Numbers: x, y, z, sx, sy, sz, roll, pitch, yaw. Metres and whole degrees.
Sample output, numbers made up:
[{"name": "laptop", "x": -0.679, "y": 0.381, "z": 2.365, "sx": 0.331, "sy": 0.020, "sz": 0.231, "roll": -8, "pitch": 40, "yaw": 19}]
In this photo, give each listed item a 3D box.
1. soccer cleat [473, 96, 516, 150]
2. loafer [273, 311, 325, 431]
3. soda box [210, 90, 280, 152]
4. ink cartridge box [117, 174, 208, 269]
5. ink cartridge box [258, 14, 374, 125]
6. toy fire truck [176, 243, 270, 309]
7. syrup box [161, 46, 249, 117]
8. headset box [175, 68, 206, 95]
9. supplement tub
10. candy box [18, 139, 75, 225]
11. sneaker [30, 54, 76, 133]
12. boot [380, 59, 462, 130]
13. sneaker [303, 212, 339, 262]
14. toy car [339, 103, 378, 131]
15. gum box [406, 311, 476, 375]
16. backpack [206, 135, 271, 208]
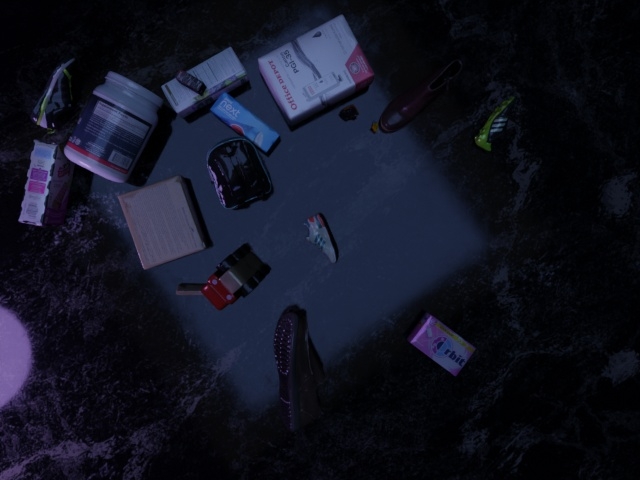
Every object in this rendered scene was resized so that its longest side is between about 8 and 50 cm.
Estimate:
[{"name": "soccer cleat", "x": 0.547, "y": -0.357, "z": 1.745, "sx": 0.072, "sy": 0.060, "sz": 0.178, "roll": 35, "pitch": 97, "yaw": -13}, {"name": "loafer", "x": -0.058, "y": 0.387, "z": 1.720, "sx": 0.130, "sy": 0.134, "sz": 0.365, "roll": -6, "pitch": 103, "yaw": -25}, {"name": "soda box", "x": -0.223, "y": -0.349, "z": 1.703, "sx": 0.210, "sy": 0.067, "sz": 0.071, "roll": 38, "pitch": 90, "yaw": -3}, {"name": "ink cartridge box", "x": -0.465, "y": -0.054, "z": 1.692, "sx": 0.193, "sy": 0.088, "sz": 0.234, "roll": -19, "pitch": 92, "yaw": -3}, {"name": "ink cartridge box", "x": -0.015, "y": -0.496, "z": 1.681, "sx": 0.283, "sy": 0.117, "sz": 0.207, "roll": -29, "pitch": 93, "yaw": -1}, {"name": "toy fire truck", "x": -0.301, "y": 0.129, "z": 1.654, "sx": 0.246, "sy": 0.217, "sz": 0.158, "roll": -42, "pitch": 94, "yaw": 14}, {"name": "syrup box", "x": -0.338, "y": -0.464, "z": 1.681, "sx": 0.237, "sy": 0.093, "sz": 0.096, "roll": -31, "pitch": 93, "yaw": -1}, {"name": "headset box", "x": -0.368, "y": -0.447, "z": 1.601, "sx": 0.083, "sy": 0.062, "sz": 0.032, "roll": 32, "pitch": 90, "yaw": -2}, {"name": "supplement tub", "x": -0.586, "y": -0.321, "z": 1.626, "sx": 0.191, "sy": 0.191, "sz": 0.272, "roll": 28, "pitch": 90, "yaw": -3}, {"name": "candy box", "x": -0.781, "y": -0.161, "z": 1.640, "sx": 0.071, "sy": 0.159, "sz": 0.233, "roll": 11, "pitch": 92, "yaw": -4}, {"name": "sneaker", "x": -0.767, "y": -0.430, "z": 1.685, "sx": 0.097, "sy": 0.084, "sz": 0.234, "roll": 28, "pitch": 92, "yaw": -27}, {"name": "boot", "x": 0.286, "y": -0.422, "z": 1.652, "sx": 0.248, "sy": 0.207, "sz": 0.090, "roll": -40, "pitch": 93, "yaw": -1}, {"name": "sneaker", "x": 0.000, "y": 0.000, "z": 1.738, "sx": 0.075, "sy": 0.057, "sz": 0.161, "roll": -21, "pitch": 94, "yaw": 15}, {"name": "toy car", "x": 0.119, "y": -0.373, "z": 1.742, "sx": 0.122, "sy": 0.060, "sz": 0.040, "roll": 38, "pitch": 46, "yaw": -19}, {"name": "gum box", "x": 0.375, "y": 0.321, "z": 1.754, "sx": 0.188, "sy": 0.062, "sz": 0.107, "roll": 37, "pitch": 90, "yaw": -3}, {"name": "backpack", "x": -0.244, "y": -0.210, "z": 1.663, "sx": 0.166, "sy": 0.144, "sz": 0.188, "roll": -22, "pitch": 116, "yaw": 0}]
